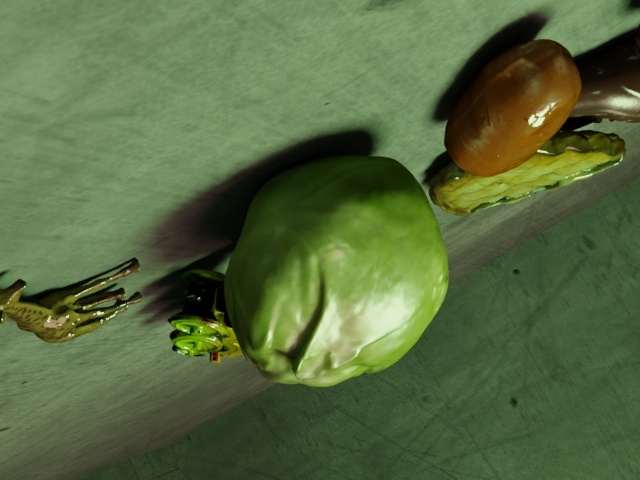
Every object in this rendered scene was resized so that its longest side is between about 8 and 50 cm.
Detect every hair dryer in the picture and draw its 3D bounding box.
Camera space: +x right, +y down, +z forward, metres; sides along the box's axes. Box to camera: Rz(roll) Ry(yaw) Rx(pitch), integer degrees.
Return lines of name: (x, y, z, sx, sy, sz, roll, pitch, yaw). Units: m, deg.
hair dryer: (0.410, -0.214, 1.378, 0.312, 0.123, 0.340, -13, 175, -15)

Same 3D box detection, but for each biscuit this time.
biscuit: (0.350, -0.123, 1.463, 0.335, 0.078, 0.329, -12, 169, 7)

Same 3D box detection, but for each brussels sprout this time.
brussels sprout: (0.022, 0.034, 1.116, 0.328, 0.247, 0.328, -9, 123, -14)

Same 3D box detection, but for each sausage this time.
sausage: (0.239, -0.162, 1.089, 0.133, 0.133, 0.258, -24, 168, -18)

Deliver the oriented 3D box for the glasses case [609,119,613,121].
glasses case: (0.595, -0.264, 1.672, 0.033, 0.023, 0.083, -30, 170, -14)

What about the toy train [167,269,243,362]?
toy train: (-0.156, 0.129, 1.350, 0.160, 0.101, 0.296, 9, 161, -6)

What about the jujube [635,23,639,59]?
jujube: (0.530, -0.288, 1.075, 0.243, 0.183, 0.183, -46, 161, 23)

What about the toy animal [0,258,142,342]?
toy animal: (-0.322, 0.082, 1.045, 0.149, 0.054, 0.275, -37, 164, 25)
